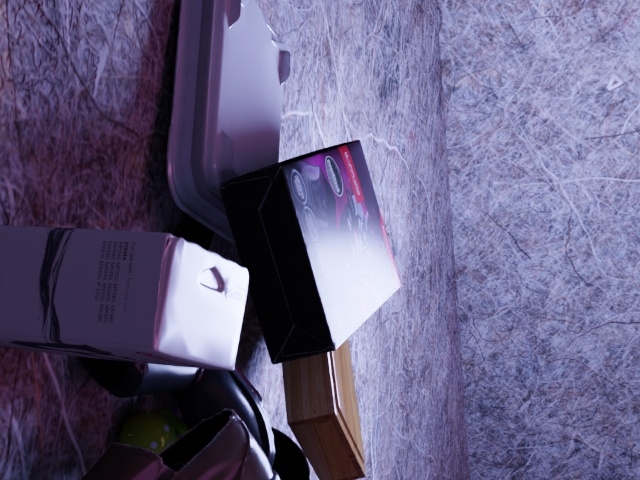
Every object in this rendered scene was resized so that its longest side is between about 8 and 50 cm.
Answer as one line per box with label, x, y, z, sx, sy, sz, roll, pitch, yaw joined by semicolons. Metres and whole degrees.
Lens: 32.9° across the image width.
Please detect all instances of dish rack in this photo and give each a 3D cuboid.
dish rack;-0.108;-0.176;1.446;0.285;0.072;0.333;38;51;-66

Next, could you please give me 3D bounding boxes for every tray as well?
tray;-0.007;0.130;1.616;0.203;0.076;0.411;69;10;-51

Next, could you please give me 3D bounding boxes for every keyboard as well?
keyboard;-0.177;0.020;1.382;0.108;0.023;0.180;77;23;-52

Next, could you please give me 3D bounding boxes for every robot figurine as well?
robot figurine;-0.198;0.248;1.281;0.101;0.067;0.115;-58;146;-39

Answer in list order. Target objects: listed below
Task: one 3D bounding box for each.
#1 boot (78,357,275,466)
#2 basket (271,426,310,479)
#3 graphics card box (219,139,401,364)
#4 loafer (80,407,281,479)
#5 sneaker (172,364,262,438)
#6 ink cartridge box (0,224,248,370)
boot;-0.165;0.166;1.207;0.207;0.094;0.246;11;51;-65
basket;-0.096;0.394;1.474;0.204;0.154;0.227;-132;-143;-54
graphics card box;0.000;0.000;1.432;0.371;0.094;0.233;-28;103;-70
loafer;-0.205;0.265;1.072;0.366;0.133;0.130;-19;95;-43
sneaker;-0.144;0.215;1.420;0.095;0.104;0.236;47;3;-1
ink cartridge box;-0.206;0.052;0.966;0.172;0.237;0.100;32;62;-68
